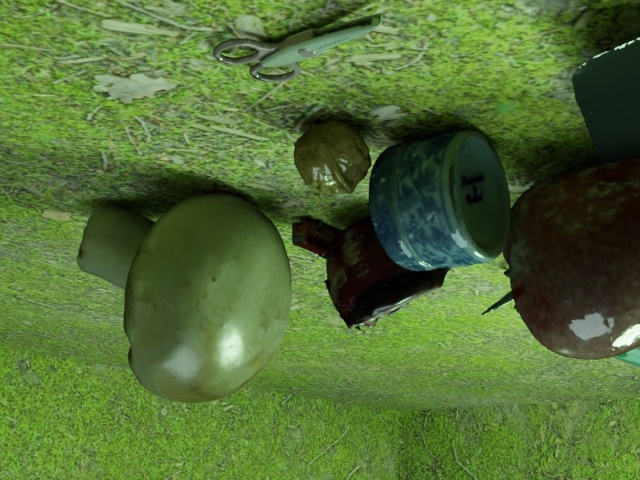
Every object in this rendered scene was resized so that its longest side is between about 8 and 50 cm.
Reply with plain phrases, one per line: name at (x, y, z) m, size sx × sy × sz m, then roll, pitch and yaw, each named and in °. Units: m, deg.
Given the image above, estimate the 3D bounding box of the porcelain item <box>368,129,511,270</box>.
porcelain item at (0.128, -0.042, 1.112) m, size 0.114 × 0.147 × 0.147 m, roll -8°, pitch 162°, yaw 35°

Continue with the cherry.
cherry at (0.310, 0.021, 1.155) m, size 0.285 × 0.236 × 0.213 m, roll -32°, pitch 131°, yaw 17°

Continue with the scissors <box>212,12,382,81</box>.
scissors at (-0.014, -0.171, 0.894) m, size 0.176 × 0.022 × 0.085 m, roll -8°, pitch 159°, yaw 43°

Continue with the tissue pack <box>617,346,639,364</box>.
tissue pack at (0.505, 0.094, 1.388) m, size 0.266 × 0.194 × 0.356 m, roll 12°, pitch 174°, yaw 42°

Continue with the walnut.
walnut at (0.013, -0.088, 1.094) m, size 0.079 × 0.082 × 0.096 m, roll -29°, pitch 158°, yaw 6°

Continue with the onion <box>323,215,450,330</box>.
onion at (0.111, 0.030, 1.414) m, size 0.218 × 0.140 × 0.195 m, roll -25°, pitch 164°, yaw 6°

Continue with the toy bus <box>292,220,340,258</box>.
toy bus at (0.000, 0.000, 1.474) m, size 0.031 × 0.043 × 0.110 m, roll -9°, pitch 161°, yaw 33°

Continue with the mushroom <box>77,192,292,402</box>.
mushroom at (-0.194, 0.067, 1.379) m, size 0.290 × 0.292 × 0.292 m, roll 14°, pitch 171°, yaw 24°

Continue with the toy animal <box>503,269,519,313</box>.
toy animal at (0.421, 0.089, 1.649) m, size 0.214 × 0.094 × 0.186 m, roll 17°, pitch 156°, yaw -33°

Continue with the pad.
pad at (0.240, -0.131, 0.941) m, size 0.323 × 0.055 × 0.250 m, roll -3°, pitch 164°, yaw 20°
